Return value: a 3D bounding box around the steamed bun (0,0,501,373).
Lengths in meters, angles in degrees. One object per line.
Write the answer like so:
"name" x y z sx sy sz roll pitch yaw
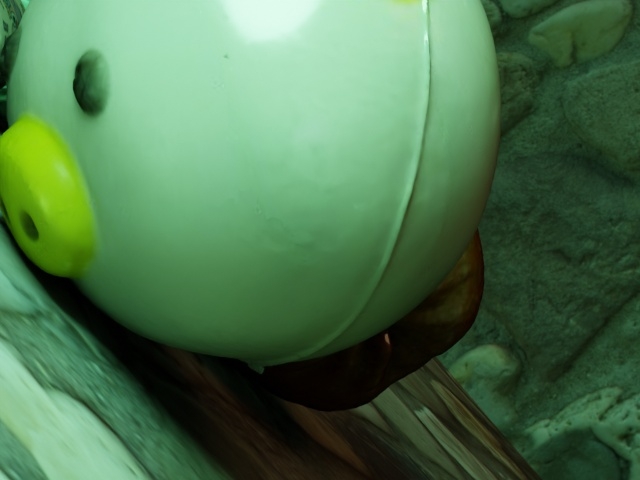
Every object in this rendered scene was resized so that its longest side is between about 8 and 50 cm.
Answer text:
"steamed bun" -0.048 -0.084 1.172 0.334 0.334 0.374 45 -13 -30

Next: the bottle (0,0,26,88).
"bottle" -0.255 -0.131 1.185 0.209 0.097 0.110 -92 168 -82

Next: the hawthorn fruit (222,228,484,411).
"hawthorn fruit" 0.010 0.008 1.463 0.258 0.258 0.262 46 24 -15

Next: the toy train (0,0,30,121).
"toy train" -0.167 -0.211 1.385 0.238 0.299 0.167 15 33 -7
